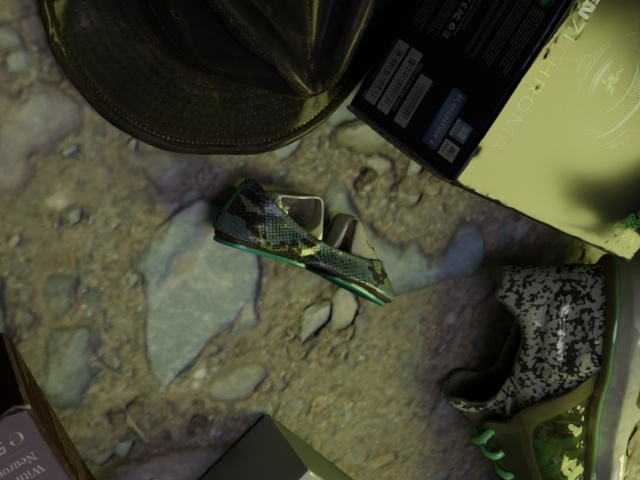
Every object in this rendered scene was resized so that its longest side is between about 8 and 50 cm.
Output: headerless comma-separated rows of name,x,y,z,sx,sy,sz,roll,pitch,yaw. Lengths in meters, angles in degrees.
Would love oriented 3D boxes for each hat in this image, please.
hat,-0.029,-0.186,0.842,0.331,0.134,0.331,-15,124,-23

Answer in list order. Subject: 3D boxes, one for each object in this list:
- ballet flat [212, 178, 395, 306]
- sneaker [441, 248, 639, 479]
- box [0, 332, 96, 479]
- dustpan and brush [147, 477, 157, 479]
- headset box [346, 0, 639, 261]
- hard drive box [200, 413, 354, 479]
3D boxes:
ballet flat,0.000,0.000,1.020,0.188,0.070,0.070,23,105,-41
sneaker,0.201,0.170,1.222,0.182,0.158,0.410,9,120,1
box,-0.241,0.207,0.907,0.168,0.167,0.203,-31,111,-11
dustpan and brush,-0.199,0.269,1.069,0.147,0.060,0.211,23,105,-37
headset box,0.205,-0.137,0.985,0.283,0.131,0.246,20,107,-47
hard drive box,-0.028,0.294,1.164,0.181,0.089,0.232,-46,130,2
